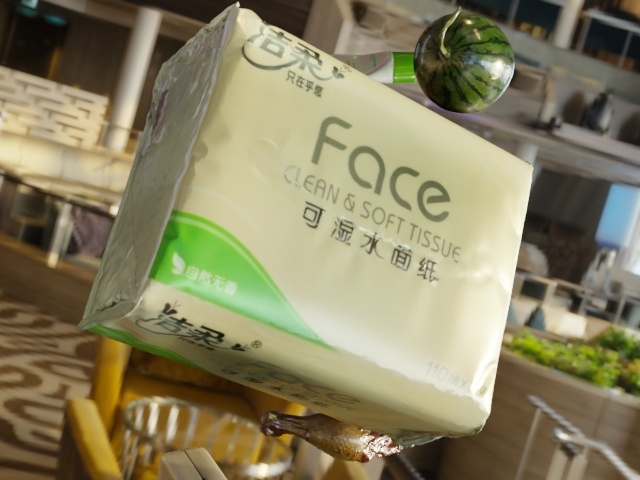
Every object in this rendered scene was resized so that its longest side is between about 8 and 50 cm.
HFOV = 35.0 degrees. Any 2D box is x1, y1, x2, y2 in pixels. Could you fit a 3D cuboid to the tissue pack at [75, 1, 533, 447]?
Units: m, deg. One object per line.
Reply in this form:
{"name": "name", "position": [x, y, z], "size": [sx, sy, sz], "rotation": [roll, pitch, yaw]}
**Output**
{"name": "tissue pack", "position": [0.000, 0.000, 1.074], "size": [0.405, 0.332, 0.205], "rotation": [24, -22, -26]}

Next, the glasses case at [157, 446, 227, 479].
{"name": "glasses case", "position": [-0.151, 0.458, 1.511], "size": [0.076, 0.144, 0.336], "rotation": [-4, 27, -31]}

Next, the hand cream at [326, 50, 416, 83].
{"name": "hand cream", "position": [0.013, -0.274, 1.611], "size": [0.275, 0.050, 0.079], "rotation": [0, 10, -1]}

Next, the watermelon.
{"name": "watermelon", "position": [0.190, -0.252, 1.410], "size": [0.140, 0.141, 0.187], "rotation": [19, 4, 30]}

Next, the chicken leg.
{"name": "chicken leg", "position": [0.043, 0.352, 1.934], "size": [0.177, 0.083, 0.322], "rotation": [24, 17, 40]}
